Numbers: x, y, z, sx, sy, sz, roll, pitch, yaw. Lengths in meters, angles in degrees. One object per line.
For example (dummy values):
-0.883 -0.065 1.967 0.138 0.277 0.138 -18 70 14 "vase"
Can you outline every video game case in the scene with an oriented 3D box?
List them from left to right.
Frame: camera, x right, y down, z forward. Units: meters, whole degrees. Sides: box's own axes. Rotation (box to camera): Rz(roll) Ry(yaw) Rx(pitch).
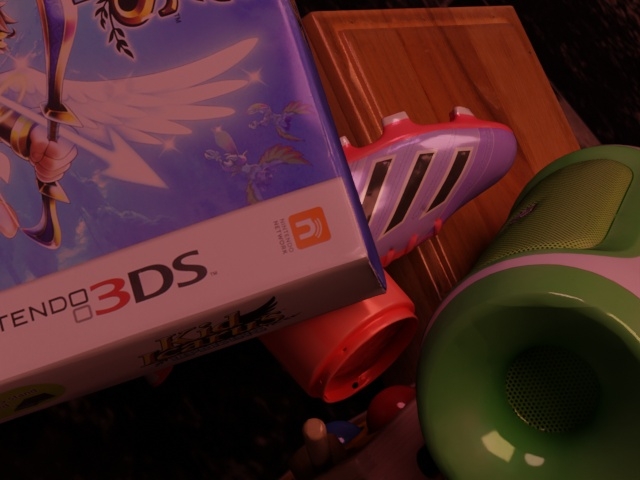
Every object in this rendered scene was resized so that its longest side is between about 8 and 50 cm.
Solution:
-0.126 -0.066 0.731 0.061 0.244 0.269 61 11 -71 "video game case"

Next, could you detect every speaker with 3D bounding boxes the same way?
0.133 0.035 0.823 0.131 0.131 0.296 53 22 -2 "speaker"

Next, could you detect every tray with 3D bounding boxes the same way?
0.123 0.049 1.008 0.203 0.076 0.410 -10 71 -47 "tray"

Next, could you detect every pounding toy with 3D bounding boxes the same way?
0.021 0.122 0.818 0.100 0.130 0.141 55 41 0 "pounding toy"

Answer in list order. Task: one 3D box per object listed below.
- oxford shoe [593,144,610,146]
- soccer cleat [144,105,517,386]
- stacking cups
0.240 0.031 1.151 0.212 0.076 0.076 43 72 -18 "oxford shoe"
0.000 0.000 0.870 0.248 0.083 0.095 -17 78 -21 "soccer cleat"
-0.081 -0.053 0.790 0.096 0.096 0.316 -13 54 -47 "stacking cups"
